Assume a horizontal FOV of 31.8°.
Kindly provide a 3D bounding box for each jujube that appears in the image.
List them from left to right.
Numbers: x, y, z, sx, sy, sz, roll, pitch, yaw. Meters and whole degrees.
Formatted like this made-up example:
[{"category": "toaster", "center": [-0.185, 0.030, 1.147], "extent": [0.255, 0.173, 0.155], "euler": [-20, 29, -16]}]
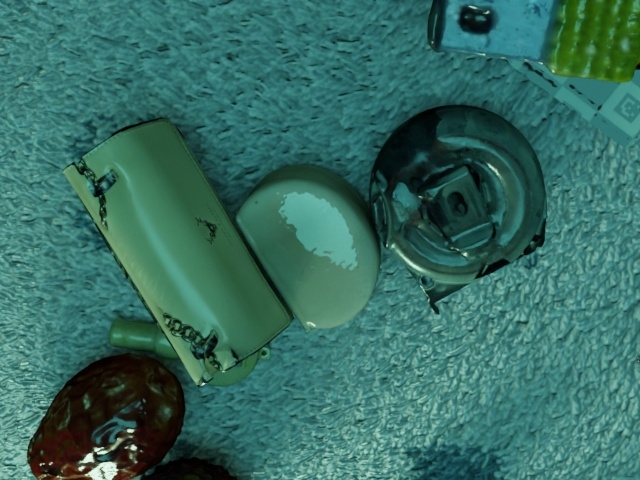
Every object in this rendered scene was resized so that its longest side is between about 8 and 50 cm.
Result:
[{"category": "jujube", "center": [-0.338, 0.293, 1.765], "extent": [0.290, 0.197, 0.197], "euler": [-35, 102, 28]}]

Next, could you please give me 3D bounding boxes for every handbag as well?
[{"category": "handbag", "center": [-0.199, 0.013, 1.615], "extent": [0.160, 0.237, 0.358], "euler": [-32, 90, 14]}]

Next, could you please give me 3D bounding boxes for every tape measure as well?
[{"category": "tape measure", "center": [0.204, -0.059, 1.647], "extent": [0.256, 0.147, 0.275], "euler": [-29, 104, 11]}]

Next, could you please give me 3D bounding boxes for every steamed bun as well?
[{"category": "steamed bun", "center": [0.000, 0.000, 1.676], "extent": [0.164, 0.146, 0.242], "euler": [-30, 102, 13]}]

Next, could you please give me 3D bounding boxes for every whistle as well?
[{"category": "whistle", "center": [-0.206, 0.164, 1.782], "extent": [0.258, 0.067, 0.126], "euler": [8, 106, 3]}]

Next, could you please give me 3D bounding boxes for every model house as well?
[{"category": "model house", "center": [0.311, -0.338, 1.476], "extent": [0.303, 0.215, 0.237], "euler": [11, 106, 7]}]

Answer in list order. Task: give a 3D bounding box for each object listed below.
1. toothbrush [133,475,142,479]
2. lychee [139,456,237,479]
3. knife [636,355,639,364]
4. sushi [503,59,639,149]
[{"category": "toothbrush", "center": [-0.316, 0.430, 1.893], "extent": [0.025, 0.020, 0.286], "euler": [20, 107, -9]}, {"category": "lychee", "center": [-0.225, 0.480, 1.798], "extent": [0.271, 0.271, 0.271], "euler": [1, 107, 3]}, {"category": "knife", "center": [0.561, 0.242, 1.787], "extent": [0.170, 0.010, 0.023], "euler": [44, 99, -8]}, {"category": "sushi", "center": [0.409, -0.371, 1.578], "extent": [0.343, 0.064, 0.359], "euler": [38, 111, 4]}]
